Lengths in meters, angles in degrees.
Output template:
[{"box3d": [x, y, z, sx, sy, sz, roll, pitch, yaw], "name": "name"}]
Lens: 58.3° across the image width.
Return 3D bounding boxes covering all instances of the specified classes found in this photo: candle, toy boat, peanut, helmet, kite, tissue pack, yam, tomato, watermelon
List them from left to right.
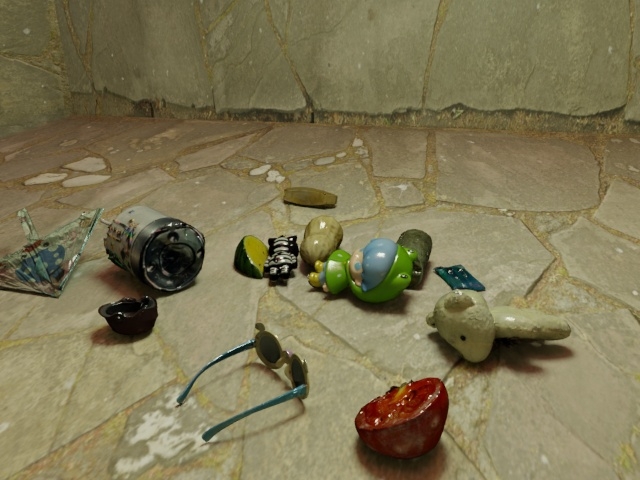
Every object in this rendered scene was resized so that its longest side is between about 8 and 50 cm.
[{"box3d": [-0.744, 0.026, 1.501, 0.405, 0.014, 0.368, -31, 54, -15], "name": "kite"}, {"box3d": [-0.412, 0.168, 1.245, 0.123, 0.071, 0.098, -10, 18, -4], "name": "helmet"}, {"box3d": [-0.452, 0.005, 1.484, 0.187, 0.188, 0.330, -21, 30, -40], "name": "candle"}, {"box3d": [-0.189, 0.030, 1.556, 0.091, 0.075, 0.181, 4, 22, 1], "name": "watermelon"}, {"box3d": [-0.039, -0.154, 2.004, 0.205, 0.065, 0.072, 10, 11, 23], "name": "toy boat"}, {"box3d": [0.000, 0.000, 1.567, 0.110, 0.120, 0.236, 40, 20, -3], "name": "peanut"}, {"box3d": [0.140, 0.295, 0.922, 0.159, 0.091, 0.139, -22, 7, 19], "name": "tomato"}, {"box3d": [0.236, 0.041, 1.488, 0.107, 0.107, 0.183, 5, 27, 14], "name": "yam"}, {"box3d": [0.351, 0.092, 1.465, 0.085, 0.028, 0.138, -6, 27, -14], "name": "tissue pack"}]

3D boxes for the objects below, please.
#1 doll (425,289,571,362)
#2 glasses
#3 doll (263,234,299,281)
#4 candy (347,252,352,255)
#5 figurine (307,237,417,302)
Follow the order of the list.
[{"box3d": [0.366, 0.181, 1.173, 0.277, 0.175, 0.150, 4, 60, -10], "name": "doll"}, {"box3d": [-0.137, 0.272, 1.044, 0.220, 0.088, 0.189, -35, 37, -21], "name": "glasses"}, {"box3d": [-0.103, 0.045, 1.535, 0.090, 0.067, 0.219, -9, 28, 5], "name": "doll"}, {"box3d": [0.131, 0.061, 1.526, 0.193, 0.058, 0.062, -1, 62, -22], "name": "candy"}, {"box3d": [0.101, 0.072, 1.383, 0.263, 0.143, 0.162, -7, 34, 30], "name": "figurine"}]
